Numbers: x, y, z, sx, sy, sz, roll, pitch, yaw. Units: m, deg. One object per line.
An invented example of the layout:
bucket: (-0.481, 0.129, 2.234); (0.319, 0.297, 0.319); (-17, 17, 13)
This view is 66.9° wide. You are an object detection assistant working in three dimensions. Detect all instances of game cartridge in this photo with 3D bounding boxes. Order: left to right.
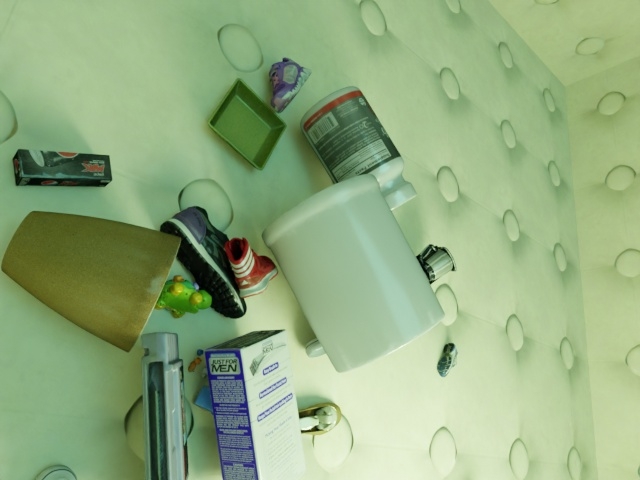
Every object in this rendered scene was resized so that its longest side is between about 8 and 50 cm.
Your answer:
game cartridge: (-0.291, 0.355, 0.921); (0.068, 0.230, 0.356); (-4, 80, -8)

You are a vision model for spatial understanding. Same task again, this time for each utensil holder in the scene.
utensil holder: (0.085, 0.082, 1.207); (0.327, 0.327, 0.386); (-23, 81, -43)

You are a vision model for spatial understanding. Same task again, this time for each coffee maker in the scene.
coffee maker: (0.336, 0.110, 1.618); (0.178, 0.171, 0.120); (-30, 77, -22)

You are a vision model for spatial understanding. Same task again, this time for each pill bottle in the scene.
pill bottle: (0.114, -0.242, 1.417); (0.210, 0.210, 0.363); (-30, 88, -43)

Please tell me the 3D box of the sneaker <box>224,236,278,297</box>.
sneaker: (-0.160, 0.039, 1.144); (0.221, 0.086, 0.128); (-102, 176, -76)

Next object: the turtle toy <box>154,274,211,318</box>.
turtle toy: (-0.300, 0.123, 1.072); (0.130, 0.095, 0.066); (34, 37, -32)

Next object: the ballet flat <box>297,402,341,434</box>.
ballet flat: (-0.014, 0.463, 1.239); (0.232, 0.073, 0.080); (6, 75, -41)

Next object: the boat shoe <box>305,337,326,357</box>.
boat shoe: (0.034, 0.256, 1.351); (0.226, 0.083, 0.076); (-12, 60, -44)

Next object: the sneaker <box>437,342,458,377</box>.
sneaker: (0.452, 0.425, 1.689); (0.058, 0.052, 0.135); (53, 50, -23)

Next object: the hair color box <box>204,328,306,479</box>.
hair color box: (-0.139, 0.384, 1.073); (0.185, 0.110, 0.339); (-6, 89, -63)

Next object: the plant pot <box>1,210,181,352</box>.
plant pot: (-0.427, 0.052, 0.896); (0.254, 0.237, 0.237); (25, 62, -20)

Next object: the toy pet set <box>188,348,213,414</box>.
toy pet set: (-0.238, 0.320, 1.081); (0.122, 0.065, 0.114); (43, 53, -25)

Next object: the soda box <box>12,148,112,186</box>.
soda box: (-0.512, -0.142, 0.969); (0.168, 0.053, 0.060); (-4, 81, -43)

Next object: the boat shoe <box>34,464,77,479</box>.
boat shoe: (-0.458, 0.525, 0.809); (0.096, 0.088, 0.268); (22, 64, -36)

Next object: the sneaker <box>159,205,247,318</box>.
sneaker: (-0.238, 0.046, 1.135); (0.283, 0.107, 0.124); (59, 42, -13)

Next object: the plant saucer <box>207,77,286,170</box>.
plant saucer: (-0.201, -0.306, 1.301); (0.188, 0.045, 0.188); (41, 54, -27)

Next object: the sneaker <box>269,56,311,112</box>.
sneaker: (-0.108, -0.454, 1.388); (0.104, 0.095, 0.237); (39, 39, -18)
